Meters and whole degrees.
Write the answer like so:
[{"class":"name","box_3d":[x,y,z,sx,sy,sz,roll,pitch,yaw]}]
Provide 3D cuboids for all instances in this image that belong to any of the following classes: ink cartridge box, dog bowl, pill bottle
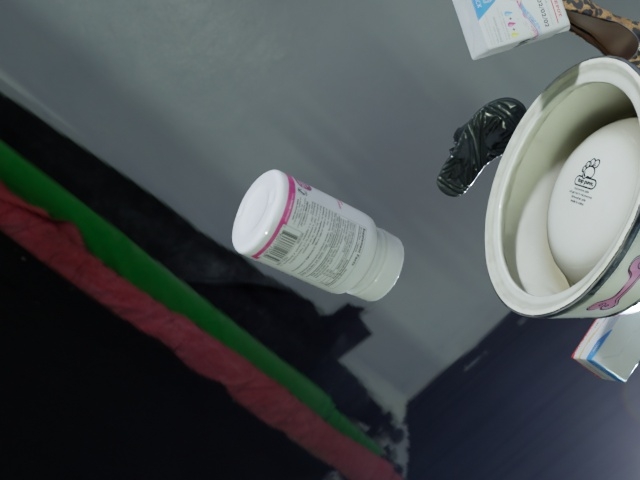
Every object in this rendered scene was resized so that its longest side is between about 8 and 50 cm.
[{"class":"ink cartridge box","box_3d":[0.588,0.206,1.556,0.078,0.134,0.231,35,177,9]},{"class":"dog bowl","box_3d":[0.423,-0.063,1.182,0.150,0.407,0.408,16,-158,-16]},{"class":"pill bottle","box_3d":[0.000,0.000,1.378,0.283,0.160,0.160,25,-159,-27]},{"class":"ink cartridge box","box_3d":[0.305,-0.354,1.171,0.061,0.181,0.104,167,83,-76]}]

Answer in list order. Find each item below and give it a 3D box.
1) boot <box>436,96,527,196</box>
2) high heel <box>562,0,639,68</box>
[{"class":"boot","box_3d":[0.334,-0.220,1.562,0.094,0.246,0.207,34,-143,0]},{"class":"high heel","box_3d":[0.523,-0.375,1.441,0.186,0.093,0.261,-28,-100,-37]}]
